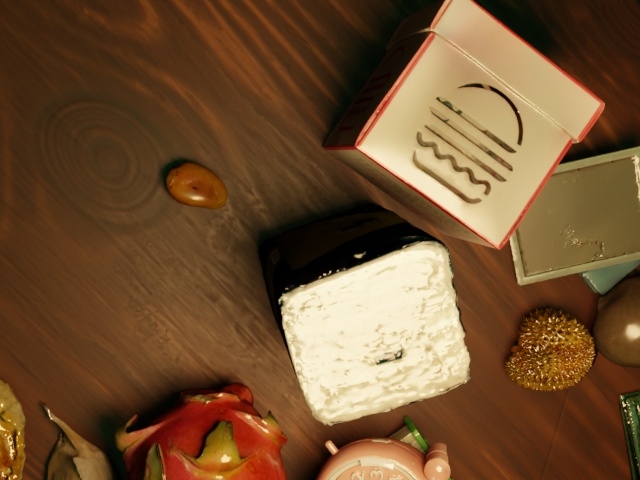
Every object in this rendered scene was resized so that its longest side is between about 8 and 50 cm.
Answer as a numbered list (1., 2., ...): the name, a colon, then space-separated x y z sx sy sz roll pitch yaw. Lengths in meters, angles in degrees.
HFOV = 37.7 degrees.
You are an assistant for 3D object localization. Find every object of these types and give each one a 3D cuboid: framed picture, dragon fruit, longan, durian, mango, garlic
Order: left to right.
1. garlic: -0.436 0.472 1.628 0.196 0.151 0.338 14 92 6
2. mango: -0.219 -0.093 1.660 0.114 0.060 0.080 28 73 -8
3. dragon fruit: -0.204 0.362 1.587 0.306 0.305 0.225 -11 80 -9
4. durian: 0.433 0.205 1.758 0.168 0.137 0.158 3 114 -1
5. framed picture: 0.483 -0.045 1.757 0.273 0.016 0.216 -12 101 3
6. longan: 0.602 0.157 1.764 0.189 0.189 0.189 -1 94 -10

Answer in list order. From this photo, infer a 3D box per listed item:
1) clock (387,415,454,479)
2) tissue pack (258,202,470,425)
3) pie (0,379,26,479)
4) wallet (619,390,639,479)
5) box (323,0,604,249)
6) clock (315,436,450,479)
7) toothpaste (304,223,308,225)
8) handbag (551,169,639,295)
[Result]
1. clock: 0.127 0.493 1.742 0.255 0.106 0.219 -34 97 -1
2. tissue pack: 0.057 0.102 1.537 0.264 0.416 0.253 -16 101 -5
3. pie: -0.651 0.365 1.608 0.315 0.092 0.315 0 92 -5
4. wallet: 0.682 0.405 1.853 0.160 0.055 0.236 -11 95 -15
5. box: 0.225 -0.196 1.601 0.314 0.312 0.300 35 88 -11
6. clock: 0.094 0.449 1.622 0.241 0.142 0.227 5 95 5
7. toothpaste: 0.000 0.000 1.725 0.083 0.019 0.027 44 69 -13
8. handbag: 0.515 -0.017 1.797 0.144 0.057 0.221 -42 100 1
